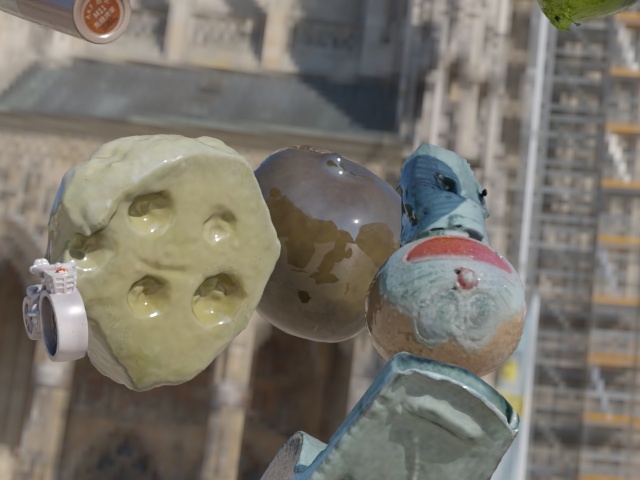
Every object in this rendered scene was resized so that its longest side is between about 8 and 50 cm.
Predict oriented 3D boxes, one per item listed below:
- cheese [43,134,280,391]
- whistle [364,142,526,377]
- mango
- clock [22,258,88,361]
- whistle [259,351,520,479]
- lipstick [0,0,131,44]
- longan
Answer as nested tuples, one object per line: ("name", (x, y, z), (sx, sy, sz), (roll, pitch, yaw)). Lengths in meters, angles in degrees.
("cheese", (-0.200, 0.025, 2.195), (0.318, 0.326, 0.115), (12, 9, -42))
("whistle", (0.142, 0.020, 2.025), (0.189, 0.348, 0.189), (1, -34, 1))
("mango", (0.287, -0.280, 1.881), (0.119, 0.100, 0.178), (-21, -1, 20))
("clock", (-0.238, 0.060, 1.588), (0.041, 0.087, 0.129), (-8, 7, -23))
("whistle", (0.034, 0.273, 1.721), (0.168, 0.188, 0.405), (29, -37, -7))
("lipstick", (-0.297, -0.272, 2.005), (0.070, 0.070, 0.254), (17, 4, -34))
("longan", (-0.004, 0.001, 2.633), (0.297, 0.297, 0.297), (6, -15, 2))
